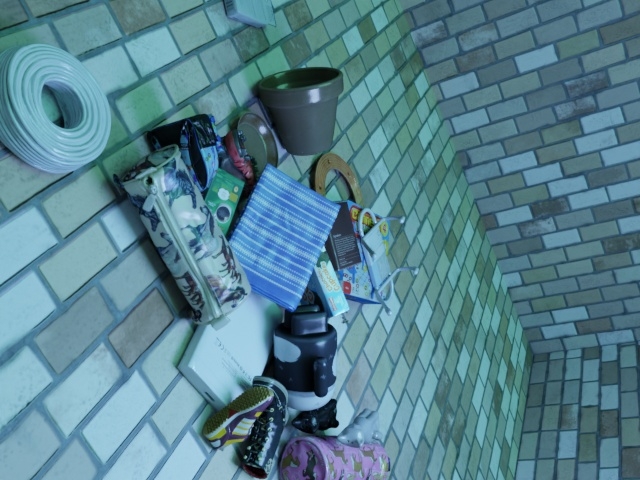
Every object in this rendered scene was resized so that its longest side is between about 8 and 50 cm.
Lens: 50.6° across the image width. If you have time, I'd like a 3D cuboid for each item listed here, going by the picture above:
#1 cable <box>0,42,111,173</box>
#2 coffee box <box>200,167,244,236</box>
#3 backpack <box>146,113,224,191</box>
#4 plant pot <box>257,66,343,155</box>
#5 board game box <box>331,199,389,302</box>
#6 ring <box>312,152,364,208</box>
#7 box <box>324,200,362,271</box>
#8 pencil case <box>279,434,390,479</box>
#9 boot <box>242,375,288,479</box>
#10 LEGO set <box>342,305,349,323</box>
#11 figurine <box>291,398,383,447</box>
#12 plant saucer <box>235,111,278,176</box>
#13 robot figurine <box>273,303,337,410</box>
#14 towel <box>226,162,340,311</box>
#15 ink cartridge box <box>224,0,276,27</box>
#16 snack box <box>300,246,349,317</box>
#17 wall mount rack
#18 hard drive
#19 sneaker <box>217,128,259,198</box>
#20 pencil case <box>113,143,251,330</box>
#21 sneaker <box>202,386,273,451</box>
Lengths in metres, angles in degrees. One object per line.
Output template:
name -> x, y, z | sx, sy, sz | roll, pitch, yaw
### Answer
cable -> -0.529, -0.262, 1.329 | 0.257, 0.089, 0.257 | 54, 36, -33
coffee box -> -0.265, -0.083, 1.693 | 0.113, 0.040, 0.184 | 27, 78, -53
backpack -> -0.308, -0.204, 1.618 | 0.117, 0.158, 0.173 | -34, 110, -52
plant pot -> -0.048, -0.394, 2.096 | 0.263, 0.262, 0.229 | -55, 142, -53
board game box -> 0.123, 0.048, 2.278 | 0.308, 0.086, 0.302 | 20, 71, -56
ring -> 0.063, -0.141, 2.361 | 0.336, 0.032, 0.337 | 31, 52, -50
box -> 0.000, 0.000, 2.050 | 0.167, 0.168, 0.203 | -13, 90, -60
pencil case -> 0.046, 0.628, 1.874 | 0.386, 0.167, 0.160 | 26, 79, -53
boot -> -0.139, 0.456, 1.650 | 0.236, 0.085, 0.179 | 82, 20, -47
LEGO set -> 0.073, 0.232, 2.233 | 0.054, 0.023, 0.083 | 18, 76, -54
figurine -> 0.049, 0.505, 1.843 | 0.209, 0.214, 0.093 | 10, 91, -69
plant saucer -> -0.192, -0.273, 1.971 | 0.198, 0.036, 0.199 | 33, 50, -50
robot figurine -> -0.038, 0.313, 1.803 | 0.209, 0.173, 0.278 | -34, 127, -68
towel -> -0.106, -0.010, 1.761 | 0.243, 0.040, 0.336 | 30, 67, -14
ink cartridge box -> -0.233, -0.783, 2.108 | 0.224, 0.045, 0.224 | -8, 85, -61
snack box -> -0.037, 0.067, 1.896 | 0.060, 0.187, 0.322 | -20, 84, -25
wall mount rack -> 0.208, 0.074, 2.208 | 0.304, 0.130, 0.350 | -44, 123, -50
hard drive -> -0.213, 0.248, 1.702 | 0.233, 0.047, 0.353 | 57, 35, -31
sneaker -> -0.238, -0.189, 1.799 | 0.276, 0.135, 0.098 | 69, 7, -63
pencil case -> -0.302, -0.003, 1.535 | 0.183, 0.159, 0.411 | -75, 142, -66
sneaker -> -0.179, 0.416, 1.579 | 0.084, 0.185, 0.069 | 58, -1, -29
